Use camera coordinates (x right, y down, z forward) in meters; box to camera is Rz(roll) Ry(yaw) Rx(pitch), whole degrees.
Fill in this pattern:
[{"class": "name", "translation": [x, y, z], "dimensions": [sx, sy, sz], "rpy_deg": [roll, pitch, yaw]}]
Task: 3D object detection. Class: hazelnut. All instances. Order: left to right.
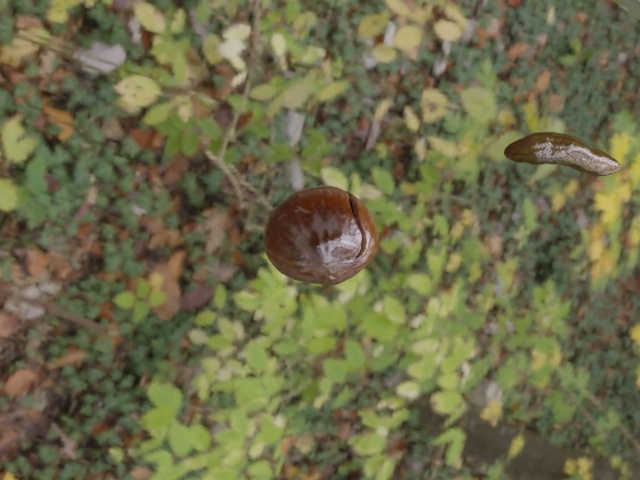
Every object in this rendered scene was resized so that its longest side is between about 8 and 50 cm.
[{"class": "hazelnut", "translation": [0.000, 0.000, 1.468], "dimensions": [0.143, 0.154, 0.143], "rpy_deg": [179, -90, -81]}]

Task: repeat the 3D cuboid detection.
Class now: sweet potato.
[{"class": "sweet potato", "translation": [0.367, -0.129, 1.627], "dimensions": [0.053, 0.182, 0.054], "rpy_deg": [-173, -86, -82]}]

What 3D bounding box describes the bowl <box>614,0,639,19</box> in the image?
[{"class": "bowl", "translation": [0.456, -0.384, 1.332], "dimensions": [0.163, 0.307, 0.307], "rpy_deg": [-52, 155, -42]}]
